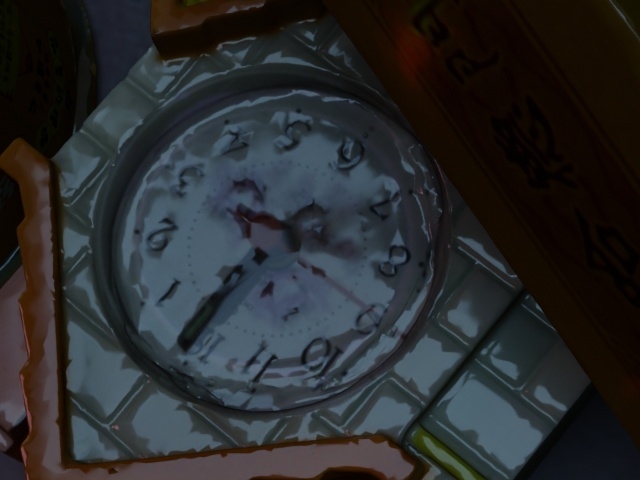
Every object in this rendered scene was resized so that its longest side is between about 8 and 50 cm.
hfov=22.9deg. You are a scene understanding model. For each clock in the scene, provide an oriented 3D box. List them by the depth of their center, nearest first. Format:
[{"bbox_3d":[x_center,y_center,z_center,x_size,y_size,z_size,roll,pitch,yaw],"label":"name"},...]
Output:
[{"bbox_3d":[0.000,0.000,0.541,0.219,0.106,0.255,37,82,15],"label":"clock"}]

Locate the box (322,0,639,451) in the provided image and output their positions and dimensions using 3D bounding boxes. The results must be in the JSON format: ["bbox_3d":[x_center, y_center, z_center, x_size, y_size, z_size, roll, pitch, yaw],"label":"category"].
[{"bbox_3d":[0.206,-0.134,0.458,0.415,0.116,0.264,-37,91,-23],"label":"box"}]

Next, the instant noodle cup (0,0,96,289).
[{"bbox_3d":[-0.201,-0.073,0.550,0.215,0.172,0.216,-1,75,6],"label":"instant noodle cup"}]
